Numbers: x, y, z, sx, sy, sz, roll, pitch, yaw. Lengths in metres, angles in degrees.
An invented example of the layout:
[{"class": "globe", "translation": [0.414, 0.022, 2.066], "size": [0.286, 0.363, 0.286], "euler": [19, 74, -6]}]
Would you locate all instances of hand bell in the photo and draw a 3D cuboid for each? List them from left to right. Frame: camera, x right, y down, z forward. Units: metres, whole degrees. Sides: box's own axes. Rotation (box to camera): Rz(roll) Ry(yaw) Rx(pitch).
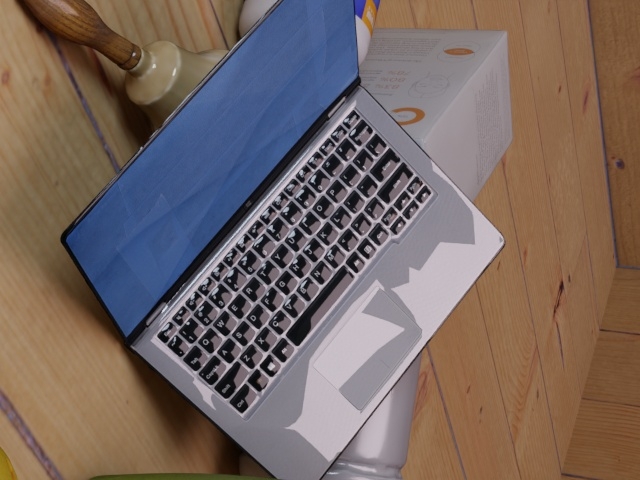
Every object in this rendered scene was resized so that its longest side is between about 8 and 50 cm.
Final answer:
[{"class": "hand bell", "translation": [-0.181, -0.174, 1.093], "size": [0.242, 0.126, 0.126], "euler": [33, 64, -50]}]

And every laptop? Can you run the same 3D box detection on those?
[{"class": "laptop", "translation": [0.000, 0.000, 1.170], "size": [0.408, 0.236, 0.382], "euler": [45, 73, -16]}]

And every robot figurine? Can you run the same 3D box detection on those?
[{"class": "robot figurine", "translation": [0.013, 0.200, 1.448], "size": [0.300, 0.200, 0.353], "euler": [51, 47, -76]}]

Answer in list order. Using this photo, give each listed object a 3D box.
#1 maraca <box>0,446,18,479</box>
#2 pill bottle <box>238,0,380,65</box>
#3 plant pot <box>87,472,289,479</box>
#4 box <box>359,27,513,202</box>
[{"class": "maraca", "translation": [-0.285, 0.216, 0.929], "size": [0.185, 0.099, 0.127], "euler": [107, 9, -54]}, {"class": "pill bottle", "translation": [-0.007, -0.280, 1.365], "size": [0.152, 0.152, 0.272], "euler": [46, 53, -59]}, {"class": "plant pot", "translation": [-0.058, 0.332, 1.116], "size": [0.275, 0.294, 0.274], "euler": [-14, 90, -74]}, {"class": "box", "translation": [0.098, -0.136, 1.548], "size": [0.345, 0.215, 0.168], "euler": [-50, 139, -51]}]
